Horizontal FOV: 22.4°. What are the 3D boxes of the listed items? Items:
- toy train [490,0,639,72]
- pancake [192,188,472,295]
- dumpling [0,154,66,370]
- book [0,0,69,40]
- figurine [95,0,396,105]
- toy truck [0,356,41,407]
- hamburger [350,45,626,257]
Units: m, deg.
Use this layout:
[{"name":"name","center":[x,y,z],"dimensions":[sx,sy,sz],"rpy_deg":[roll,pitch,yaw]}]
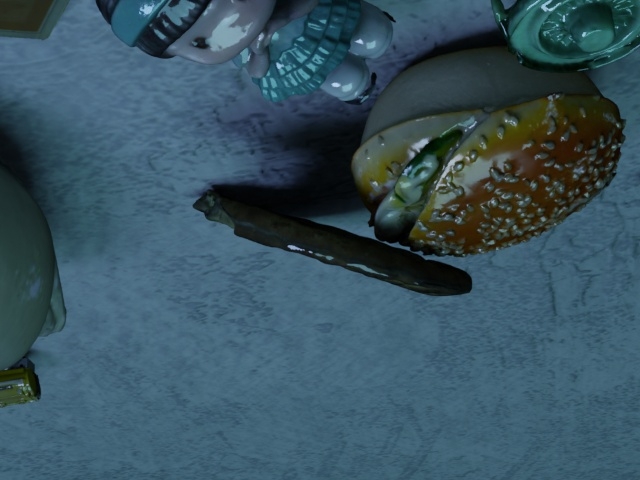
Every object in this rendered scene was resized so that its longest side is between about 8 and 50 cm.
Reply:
[{"name":"toy train","center":[0.196,-0.267,0.910],"dimensions":[0.272,0.179,0.442],"rpy_deg":[-18,152,9]},{"name":"pancake","center":[0.000,0.000,1.415],"dimensions":[0.286,0.033,0.288],"rpy_deg":[20,-178,33]},{"name":"dumpling","center":[-0.379,0.003,1.358],"dimensions":[0.315,0.233,0.395],"rpy_deg":[18,179,22]},{"name":"book","center":[-0.233,-0.204,1.078],"dimensions":[0.170,0.018,0.241],"rpy_deg":[4,157,-23]},{"name":"figurine","center":[-0.047,-0.174,1.117],"dimensions":[0.245,0.110,0.138],"rpy_deg":[17,106,-47]},{"name":"toy truck","center":[-0.371,0.158,1.781],"dimensions":[0.123,0.063,0.052],"rpy_deg":[-10,156,7]},{"name":"hamburger","center":[0.140,-0.069,1.334],"dimensions":[0.237,0.147,0.237],"rpy_deg":[-8,158,-3]}]
